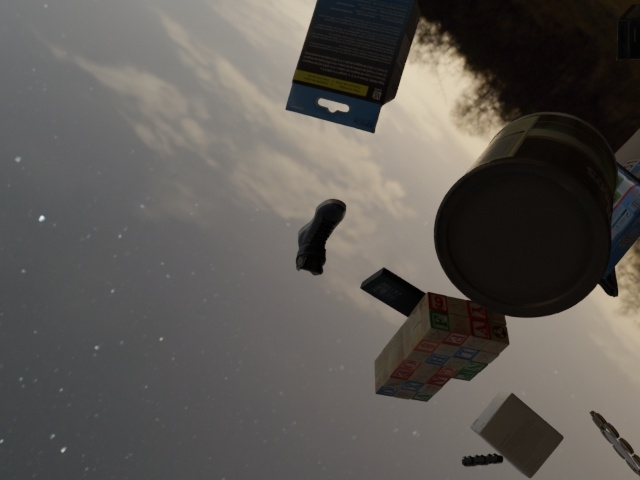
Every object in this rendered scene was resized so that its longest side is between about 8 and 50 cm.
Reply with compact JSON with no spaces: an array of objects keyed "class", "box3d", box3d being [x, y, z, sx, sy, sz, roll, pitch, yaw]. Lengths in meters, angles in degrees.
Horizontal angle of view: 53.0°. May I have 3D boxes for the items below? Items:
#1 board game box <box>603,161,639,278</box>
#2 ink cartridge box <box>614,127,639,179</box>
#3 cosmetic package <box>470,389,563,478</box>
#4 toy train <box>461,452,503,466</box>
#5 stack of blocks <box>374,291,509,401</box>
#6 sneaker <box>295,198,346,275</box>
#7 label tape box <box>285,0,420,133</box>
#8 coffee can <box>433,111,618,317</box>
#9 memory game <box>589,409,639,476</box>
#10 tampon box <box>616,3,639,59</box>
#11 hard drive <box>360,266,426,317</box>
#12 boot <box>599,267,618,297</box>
[{"class":"board game box","box3d":[0.466,-0.062,1.104,0.039,0.160,0.211,14,-150,-26]},{"class":"ink cartridge box","box3d":[0.683,-0.178,1.422,0.066,0.296,0.261,53,160,-12]},{"class":"cosmetic package","box3d":[0.551,0.544,1.819,0.184,0.151,0.151,41,174,9]},{"class":"toy train","box3d":[0.425,0.579,1.688,0.036,0.158,0.027,16,-116,-20]},{"class":"stack of blocks","box3d":[0.246,0.239,1.363,0.171,0.297,0.087,13,-131,-12]},{"class":"sneaker","box3d":[0.001,0.001,1.764,0.086,0.226,0.163,20,-130,-18]},{"class":"label tape box","box3d":[0.083,-0.461,1.641,0.249,0.347,0.115,17,-177,16]},{"class":"coffee can","box3d":[0.287,-0.048,0.865,0.201,0.201,0.275,45,-146,2]},{"class":"memory game","box3d":[0.628,0.432,1.334,0.186,0.012,0.186,53,-177,-4]},{"class":"tampon box","box3d":[0.923,-0.599,1.835,0.161,0.102,0.120,-42,-51,-41]},{"class":"hard drive","box3d":[0.166,0.116,1.397,0.135,0.094,0.022,32,-126,-12]},{"class":"boot","box3d":[0.527,0.075,1.262,0.045,0.099,0.121,-85,-27,-45]}]
